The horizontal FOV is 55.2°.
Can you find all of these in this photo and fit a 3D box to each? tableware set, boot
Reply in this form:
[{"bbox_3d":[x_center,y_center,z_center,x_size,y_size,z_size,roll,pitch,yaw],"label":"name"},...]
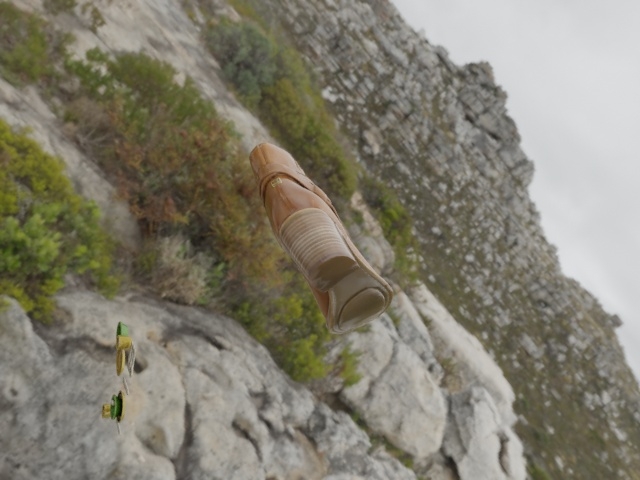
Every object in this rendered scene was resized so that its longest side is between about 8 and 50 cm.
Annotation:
[{"bbox_3d":[-0.310,0.207,0.928,0.024,0.154,0.104,6,18,-28],"label":"tableware set"},{"bbox_3d":[0.000,0.000,0.604,0.152,0.073,0.197,59,-3,32],"label":"boot"}]
